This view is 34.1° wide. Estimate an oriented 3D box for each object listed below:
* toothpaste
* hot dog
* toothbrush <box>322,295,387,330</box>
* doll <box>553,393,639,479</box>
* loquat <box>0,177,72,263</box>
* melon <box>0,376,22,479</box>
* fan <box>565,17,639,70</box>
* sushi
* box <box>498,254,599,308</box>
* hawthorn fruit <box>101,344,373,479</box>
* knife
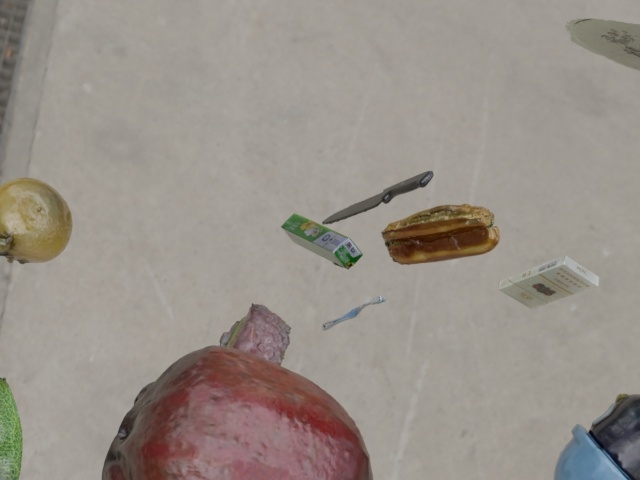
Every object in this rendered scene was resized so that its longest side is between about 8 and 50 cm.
[{"bbox_3d":[0.000,0.000,1.609,0.037,0.178,0.043,-44,119,-13],"label":"toothpaste"},{"bbox_3d":[0.238,-0.014,2.114,0.072,0.269,0.115,-53,125,-42],"label":"hot dog"},{"bbox_3d":[0.045,0.109,1.554,0.017,0.162,0.014,9,66,-33],"label":"toothbrush"},{"bbox_3d":[0.418,0.270,1.373,0.177,0.314,0.141,43,4,-47],"label":"doll"},{"bbox_3d":[-0.568,-0.031,2.012,0.172,0.149,0.204,56,30,-18],"label":"loquat"},{"bbox_3d":[-0.530,0.333,1.472,0.129,0.265,0.169,23,15,-48],"label":"melon"},{"bbox_3d":[0.513,-0.211,1.360,0.414,0.012,0.233,19,2,-4],"label":"fan"},{"bbox_3d":[-0.133,0.222,1.784,0.107,0.161,0.241,32,56,-7],"label":"sushi"},{"bbox_3d":[0.413,0.078,1.900,0.090,0.167,0.024,29,57,-24],"label":"box"},{"bbox_3d":[-0.055,0.204,0.866,0.249,0.215,0.215,22,44,-12],"label":"hawthorn fruit"},{"bbox_3d":[0.054,-0.040,1.068,0.010,0.170,0.023,44,53,-19],"label":"knife"}]
